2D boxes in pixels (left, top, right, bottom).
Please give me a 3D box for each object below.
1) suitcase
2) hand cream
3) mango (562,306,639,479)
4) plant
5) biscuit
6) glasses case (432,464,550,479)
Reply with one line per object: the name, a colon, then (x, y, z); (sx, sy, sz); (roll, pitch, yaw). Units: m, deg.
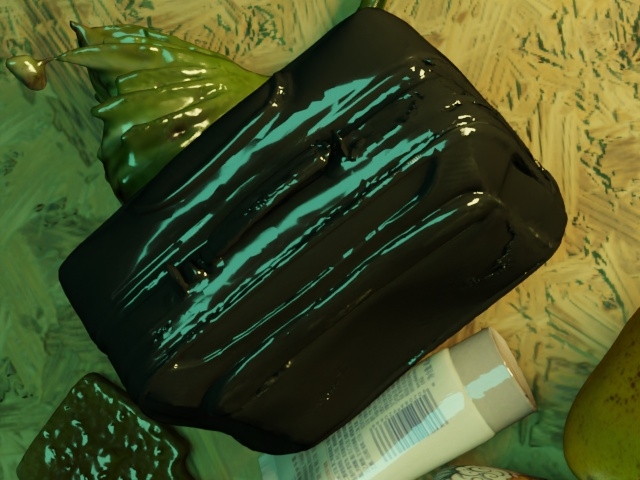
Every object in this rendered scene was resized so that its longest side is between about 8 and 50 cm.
suitcase: (0.000, 0.000, 1.403); (0.345, 0.339, 0.188); (-38, 66, 10)
hand cream: (0.058, 0.168, 1.515); (0.247, 0.133, 0.083); (-30, 119, 11)
mango: (0.313, 0.117, 1.405); (0.290, 0.160, 0.191); (-41, 48, 27)
plant: (-0.058, -0.124, 1.526); (0.333, 0.180, 0.251); (-25, 93, 9)
biscuit: (-0.179, 0.267, 1.603); (0.278, 0.043, 0.302); (-5, 86, 17)
glasses case: (0.238, 0.256, 1.453); (0.321, 0.122, 0.082); (19, 94, 14)
